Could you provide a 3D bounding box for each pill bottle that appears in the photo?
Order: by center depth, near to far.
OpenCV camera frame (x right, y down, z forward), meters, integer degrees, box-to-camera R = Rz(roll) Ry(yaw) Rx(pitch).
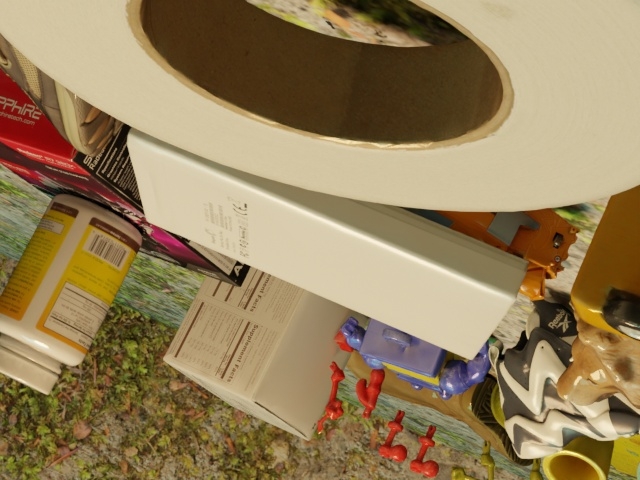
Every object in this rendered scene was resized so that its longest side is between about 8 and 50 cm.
[{"bbox_3d":[-0.300,0.063,1.490,0.117,0.215,0.117,25,168,6],"label":"pill bottle"}]

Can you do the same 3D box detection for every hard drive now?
[{"bbox_3d":[0.000,0.000,1.040,0.308,0.040,0.203,22,163,4],"label":"hard drive"}]

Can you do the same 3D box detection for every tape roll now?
[{"bbox_3d":[0.008,-0.120,0.684,0.392,0.072,0.392,13,162,4],"label":"tape roll"}]

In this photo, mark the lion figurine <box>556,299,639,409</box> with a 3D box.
[{"bbox_3d":[0.382,0.180,1.076,0.392,0.142,0.240,36,175,41],"label":"lion figurine"}]

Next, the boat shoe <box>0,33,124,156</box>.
[{"bbox_3d":[-0.192,-0.180,0.945,0.130,0.132,0.355,34,161,9],"label":"boat shoe"}]

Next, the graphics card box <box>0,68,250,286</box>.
[{"bbox_3d":[-0.249,-0.077,1.537,0.233,0.094,0.371,17,167,33],"label":"graphics card box"}]

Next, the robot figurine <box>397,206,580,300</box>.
[{"bbox_3d":[0.055,-0.044,1.066,0.291,0.085,0.211,27,167,-7],"label":"robot figurine"}]

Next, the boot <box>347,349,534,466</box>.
[{"bbox_3d":[0.198,0.247,2.055,0.270,0.089,0.236,13,152,47],"label":"boot"}]

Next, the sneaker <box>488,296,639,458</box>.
[{"bbox_3d":[0.273,0.115,1.295,0.235,0.094,0.153,-21,96,36],"label":"sneaker"}]

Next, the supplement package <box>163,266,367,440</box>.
[{"bbox_3d":[-0.068,0.137,1.813,0.145,0.204,0.262,22,168,23],"label":"supplement package"}]

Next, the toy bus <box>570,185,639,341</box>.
[{"bbox_3d":[0.345,0.061,0.869,0.333,0.108,0.130,18,168,29],"label":"toy bus"}]

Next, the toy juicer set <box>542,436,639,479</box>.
[{"bbox_3d":[0.403,0.271,1.306,0.329,0.089,0.209,-10,121,39],"label":"toy juicer set"}]

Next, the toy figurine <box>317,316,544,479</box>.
[{"bbox_3d":[0.138,0.184,1.668,0.363,0.191,0.217,18,161,27],"label":"toy figurine"}]

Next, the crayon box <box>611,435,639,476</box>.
[{"bbox_3d":[0.396,0.221,1.520,0.202,0.081,0.318,16,165,37],"label":"crayon box"}]
